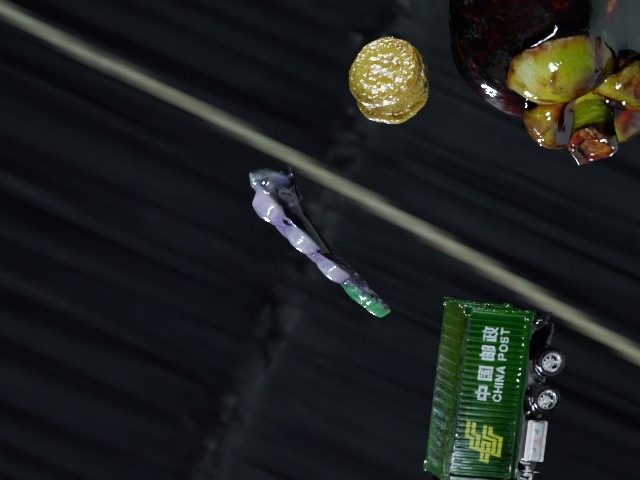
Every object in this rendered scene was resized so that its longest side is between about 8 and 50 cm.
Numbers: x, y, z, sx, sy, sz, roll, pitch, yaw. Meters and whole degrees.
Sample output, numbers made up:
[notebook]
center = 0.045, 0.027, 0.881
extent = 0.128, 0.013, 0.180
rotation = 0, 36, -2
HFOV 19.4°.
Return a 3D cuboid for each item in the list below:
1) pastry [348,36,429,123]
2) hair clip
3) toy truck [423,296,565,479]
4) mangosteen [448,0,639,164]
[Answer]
[pastry]
center = 0.085, -0.198, 2.304
extent = 0.057, 0.097, 0.109
rotation = 55, -157, -57
[hair clip]
center = 0.001, -0.001, 1.824
extent = 0.052, 0.195, 0.124
rotation = -41, 18, 6
[toy truck]
center = 0.184, 0.197, 1.994
extent = 0.088, 0.121, 0.259
rotation = -160, 76, -76
[mangosteen]
center = 0.254, -0.218, 1.935
extent = 0.287, 0.233, 0.287
rotation = 12, -90, -76
